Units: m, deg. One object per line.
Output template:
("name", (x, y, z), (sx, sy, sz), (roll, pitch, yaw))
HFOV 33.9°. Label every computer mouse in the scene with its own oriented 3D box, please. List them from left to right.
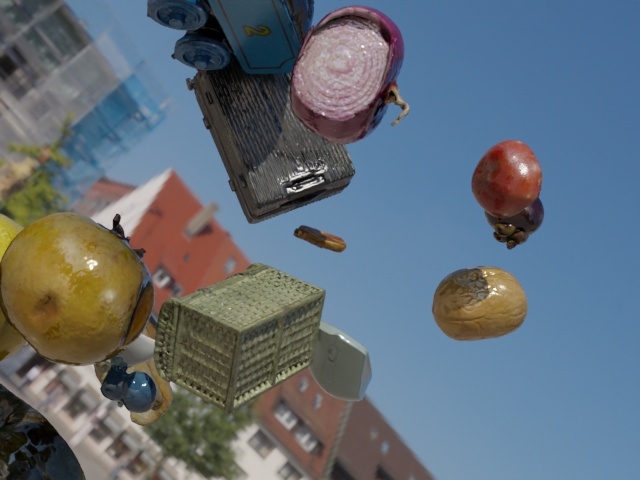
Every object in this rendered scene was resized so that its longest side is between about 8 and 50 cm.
("computer mouse", (0.033, 0.240, 1.999), (0.128, 0.079, 0.231), (26, -26, 23))

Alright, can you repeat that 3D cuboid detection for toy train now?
("toy train", (-0.150, -0.426, 1.839), (0.265, 0.188, 0.300), (1, -22, 13))

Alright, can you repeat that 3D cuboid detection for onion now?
("onion", (0.043, -0.252, 1.623), (0.200, 0.200, 0.207), (168, -82, -72))

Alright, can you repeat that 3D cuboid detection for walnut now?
("walnut", (0.334, 0.132, 2.214), (0.197, 0.165, 0.165), (-1, -23, 2))

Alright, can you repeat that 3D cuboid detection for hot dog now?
("hot dog", (0.000, 0.000, 2.202), (0.122, 0.037, 0.049), (18, 14, -15))

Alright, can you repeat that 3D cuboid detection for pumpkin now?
("pumpkin", (-0.520, 0.375, 1.760), (0.317, 0.139, 0.222), (15, -49, 43))

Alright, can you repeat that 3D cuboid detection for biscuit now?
("biscuit", (-0.380, 0.218, 2.063), (0.213, 0.091, 0.274), (-86, 152, -60))

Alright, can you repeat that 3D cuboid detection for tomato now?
("tomato", (0.346, -0.122, 2.026), (0.069, 0.155, 0.155), (16, 7, -41))

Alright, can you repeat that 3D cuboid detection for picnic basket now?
("picnic basket", (-0.117, 0.126, 1.476), (0.154, 0.196, 0.134), (24, -61, 29))

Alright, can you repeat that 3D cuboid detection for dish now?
("dish", (-0.360, 0.139, 1.667), (0.212, 0.077, 0.151), (15, -24, 49))

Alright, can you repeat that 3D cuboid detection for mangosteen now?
("mangosteen", (0.401, -0.046, 2.187), (0.140, 0.140, 0.140), (41, -15, 14))

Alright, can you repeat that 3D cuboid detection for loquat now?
("loquat", (-0.314, 0.066, 1.393), (0.213, 0.213, 0.213), (41, -15, 14))

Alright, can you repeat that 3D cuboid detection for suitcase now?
("suitcase", (-0.096, -0.222, 2.063), (0.335, 0.229, 0.152), (67, -16, 6))

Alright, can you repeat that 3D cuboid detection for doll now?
("doll", (-0.273, 0.216, 1.501), (0.083, 0.050, 0.076), (16, -61, 15))

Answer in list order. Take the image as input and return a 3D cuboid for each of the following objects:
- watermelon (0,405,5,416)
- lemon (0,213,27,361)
("watermelon", (-0.550, 0.258, 1.621), (0.109, 0.109, 0.109), (41, -15, 14))
("lemon", (-0.516, 0.080, 1.547), (0.240, 0.240, 0.219), (53, -1, -29))
